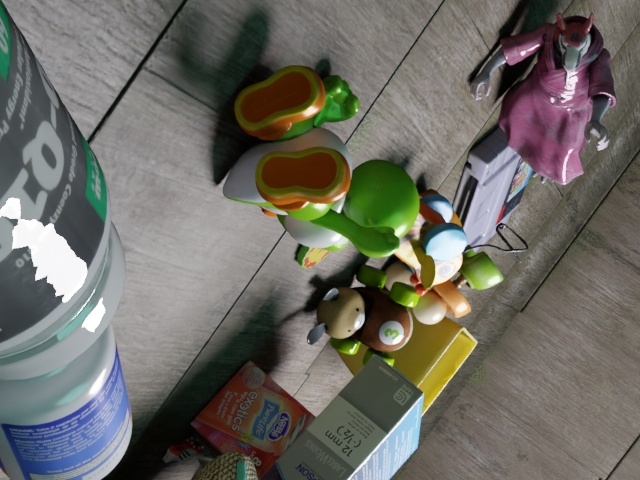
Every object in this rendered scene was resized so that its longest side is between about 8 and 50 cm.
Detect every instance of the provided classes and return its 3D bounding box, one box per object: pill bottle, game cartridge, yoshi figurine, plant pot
[{"bbox_3d":[-0.259,-0.042,0.689,0.204,0.204,0.361,-47,159,-15],"label":"pill bottle"},{"bbox_3d":[0.347,-0.102,2.102,0.230,0.068,0.355,-36,154,-29],"label":"game cartridge"},{"bbox_3d":[0.028,-0.077,1.274,0.203,0.203,0.362,-57,163,-7],"label":"yoshi figurine"},{"bbox_3d":[0.152,0.211,2.004,0.212,0.187,0.212,-52,159,-1],"label":"plant pot"},{"bbox_3d":[-0.270,0.129,1.016,0.152,0.152,0.272,-42,157,-28],"label":"pill bottle"}]

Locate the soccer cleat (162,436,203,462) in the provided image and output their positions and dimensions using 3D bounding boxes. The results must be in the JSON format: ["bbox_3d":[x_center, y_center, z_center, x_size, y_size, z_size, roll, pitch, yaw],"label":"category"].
[{"bbox_3d":[-0.216,0.332,1.644,0.035,0.029,0.083,-50,158,17],"label":"soccer cleat"}]

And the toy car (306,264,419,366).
[{"bbox_3d":[0.053,0.129,1.751,0.188,0.149,0.155,9,105,-54],"label":"toy car"}]

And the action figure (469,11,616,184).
[{"bbox_3d":[0.413,-0.260,1.713,0.276,0.248,0.370,-45,161,-21],"label":"action figure"}]

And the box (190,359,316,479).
[{"bbox_3d":[-0.091,0.341,1.746,0.142,0.154,0.300,-47,160,-16],"label":"box"}]

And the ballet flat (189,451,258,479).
[{"bbox_3d":[-0.200,0.448,1.642,0.483,0.164,0.182,130,-30,-51],"label":"ballet flat"}]

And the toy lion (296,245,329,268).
[{"bbox_3d":[0.000,0.000,1.565,0.096,0.034,0.100,-44,159,-2],"label":"toy lion"}]

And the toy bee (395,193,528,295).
[{"bbox_3d":[0.175,0.020,1.693,0.162,0.298,0.195,-53,-167,26],"label":"toy bee"}]

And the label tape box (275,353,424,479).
[{"bbox_3d":[0.013,0.378,1.660,0.348,0.115,0.249,-43,157,-20],"label":"label tape box"}]

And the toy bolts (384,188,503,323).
[{"bbox_3d":[0.184,0.032,1.875,0.158,0.218,0.228,-37,-169,-4],"label":"toy bolts"}]
